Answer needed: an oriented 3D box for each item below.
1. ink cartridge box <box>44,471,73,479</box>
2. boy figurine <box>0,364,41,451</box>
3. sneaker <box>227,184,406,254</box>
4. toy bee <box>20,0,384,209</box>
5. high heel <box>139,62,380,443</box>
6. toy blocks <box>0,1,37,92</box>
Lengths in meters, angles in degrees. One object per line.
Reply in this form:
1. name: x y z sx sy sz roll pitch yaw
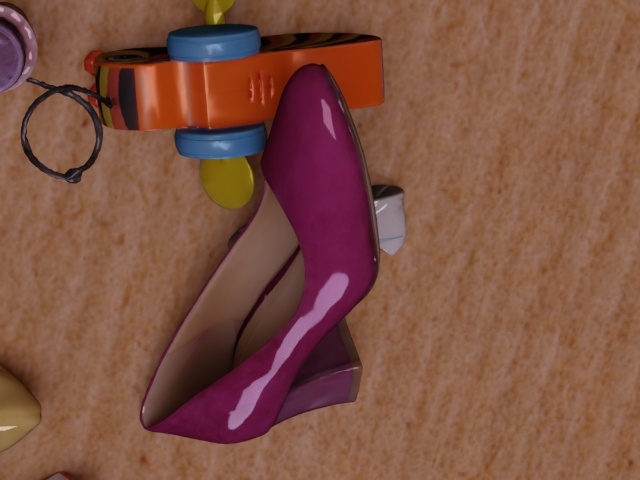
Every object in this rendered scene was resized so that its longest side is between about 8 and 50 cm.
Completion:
1. ink cartridge box: -0.221 0.314 1.282 0.115 0.067 0.198 -29 109 -21
2. boy figurine: -0.371 0.137 1.219 0.285 0.092 0.177 -8 92 -7
3. sneaker: 0.000 0.000 1.246 0.152 0.054 0.061 -12 110 -4
4. toy bee: -0.108 -0.132 1.163 0.298 0.162 0.195 11 96 -35
5. high heel: -0.057 0.030 1.144 0.181 0.127 0.377 -12 135 -12
6. toy blocks: -0.252 -0.285 1.027 0.309 0.260 0.288 41 98 -16
